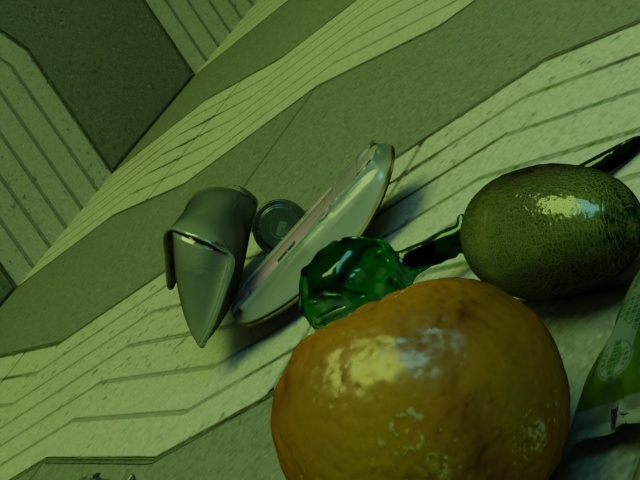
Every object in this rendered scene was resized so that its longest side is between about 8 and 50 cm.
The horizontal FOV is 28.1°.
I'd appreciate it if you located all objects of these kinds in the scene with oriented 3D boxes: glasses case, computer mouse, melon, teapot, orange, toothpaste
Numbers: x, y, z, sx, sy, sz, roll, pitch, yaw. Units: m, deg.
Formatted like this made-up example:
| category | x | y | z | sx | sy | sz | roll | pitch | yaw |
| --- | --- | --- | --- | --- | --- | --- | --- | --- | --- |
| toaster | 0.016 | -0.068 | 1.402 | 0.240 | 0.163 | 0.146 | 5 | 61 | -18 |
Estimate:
| category | x | y | z | sx | sy | sz | roll | pitch | yaw |
| --- | --- | --- | --- | --- | --- | --- | --- | --- | --- |
| glasses case | -0.129 | 0.019 | 1.439 | 0.308 | 0.083 | 0.128 | -82 | 2 | -79 |
| computer mouse | 0.000 | 0.000 | 1.332 | 0.245 | 0.056 | 0.126 | -47 | 10 | 12 |
| melon | 0.162 | -0.006 | 0.899 | 0.099 | 0.099 | 0.162 | -50 | 17 | -20 |
| teapot | -0.050 | -0.005 | 1.486 | 0.057 | 0.066 | 0.088 | -108 | 37 | -87 |
| orange | 0.060 | 0.103 | 0.756 | 0.178 | 0.155 | 0.177 | -12 | 2 | 0 |
| toothpaste | 0.215 | 0.023 | 0.797 | 0.078 | 0.047 | 0.248 | -32 | 21 | 51 |

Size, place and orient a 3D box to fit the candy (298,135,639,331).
| category | x | y | z | sx | sy | sz | roll | pitch | yaw |
| --- | --- | --- | --- | --- | --- | --- | --- | --- | --- |
| candy | 0.123 | -0.006 | 1.066 | 0.323 | 0.097 | 0.097 | -27 | 21 | 22 |

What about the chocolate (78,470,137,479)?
| category | x | y | z | sx | sy | sz | roll | pitch | yaw |
| --- | --- | --- | --- | --- | --- | --- | --- | --- | --- |
| chocolate | -0.052 | 0.210 | 0.778 | 0.303 | 0.185 | 0.100 | -8 | 66 | 69 |
